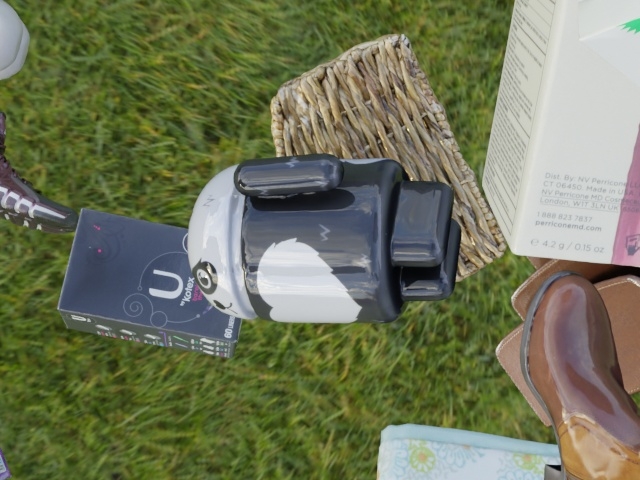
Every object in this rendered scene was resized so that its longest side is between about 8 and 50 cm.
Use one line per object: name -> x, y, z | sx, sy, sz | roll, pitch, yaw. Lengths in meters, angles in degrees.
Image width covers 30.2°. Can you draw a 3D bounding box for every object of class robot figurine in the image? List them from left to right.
robot figurine -> 0.000, 0.003, 1.221 | 0.278, 0.173, 0.209 | 0, 104, 16

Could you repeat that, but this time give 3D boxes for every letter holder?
letter holder -> 0.324, 0.060, 1.375 | 0.152, 0.302, 0.214 | -35, 86, -30

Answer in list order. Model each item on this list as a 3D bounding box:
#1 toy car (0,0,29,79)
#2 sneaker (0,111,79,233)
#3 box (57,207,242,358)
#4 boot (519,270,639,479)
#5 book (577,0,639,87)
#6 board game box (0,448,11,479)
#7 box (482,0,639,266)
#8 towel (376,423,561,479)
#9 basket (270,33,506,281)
toy car -> -0.369, -0.244, 1.190 | 0.159, 0.182, 0.136 | 16, 90, -9
sneaker -> -0.507, -0.124, 1.919 | 0.281, 0.106, 0.162 | 20, 72, -8
box -> -0.247, 0.069, 1.816 | 0.270, 0.143, 0.165 | 10, 73, -3
boot -> 0.280, 0.165, 0.996 | 0.096, 0.280, 0.264 | 0, 93, -23
book -> 0.219, -0.106, 0.644 | 0.096, 0.144, 0.035 | -14, 64, 41
board game box -> -0.408, 0.114, 1.036 | 0.144, 0.142, 0.275 | -23, 86, 13
box -> 0.202, -0.115, 0.833 | 0.127, 0.148, 0.232 | 6, 113, -4
towel -> 0.269, 0.460, 1.855 | 0.375, 0.090, 0.320 | 8, 53, -4
basket -> 0.065, -0.079, 1.443 | 0.213, 0.223, 0.299 | -27, 97, 4
